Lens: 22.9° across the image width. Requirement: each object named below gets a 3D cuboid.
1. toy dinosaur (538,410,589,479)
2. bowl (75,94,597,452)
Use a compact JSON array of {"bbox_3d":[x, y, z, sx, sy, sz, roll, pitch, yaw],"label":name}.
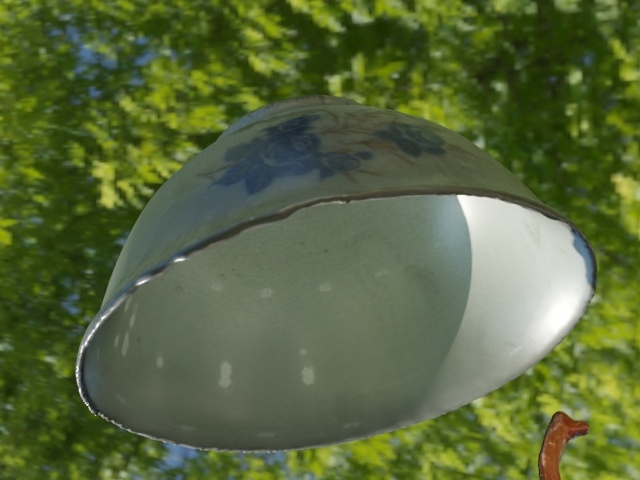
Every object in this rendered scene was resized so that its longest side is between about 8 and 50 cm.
[{"bbox_3d":[0.160,0.196,0.708,0.101,0.279,0.055,19,-54,-25],"label":"toy dinosaur"},{"bbox_3d":[0.000,0.000,0.967,0.313,0.313,0.146,11,-126,-36],"label":"bowl"}]
